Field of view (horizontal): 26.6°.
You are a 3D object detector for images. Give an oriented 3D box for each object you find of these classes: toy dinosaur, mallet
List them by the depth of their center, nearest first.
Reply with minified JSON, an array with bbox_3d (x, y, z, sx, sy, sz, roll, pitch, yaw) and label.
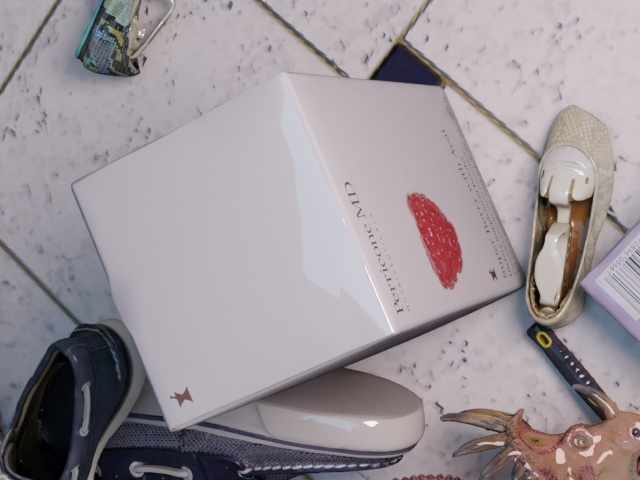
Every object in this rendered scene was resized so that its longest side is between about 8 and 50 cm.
[{"bbox_3d":[0.088,0.209,0.966,0.127,0.295,0.200,-168,74,-67],"label":"toy dinosaur"},{"bbox_3d":[0.227,0.130,1.005,0.062,0.039,0.190,-38,75,22],"label":"mallet"}]

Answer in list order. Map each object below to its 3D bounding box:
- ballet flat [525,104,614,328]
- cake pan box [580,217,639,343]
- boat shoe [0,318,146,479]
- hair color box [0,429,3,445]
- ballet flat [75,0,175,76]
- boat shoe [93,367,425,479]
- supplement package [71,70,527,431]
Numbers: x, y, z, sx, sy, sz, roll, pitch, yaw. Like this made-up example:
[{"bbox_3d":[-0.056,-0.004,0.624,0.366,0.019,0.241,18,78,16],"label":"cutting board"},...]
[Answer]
[{"bbox_3d":[0.182,-0.016,0.999,0.057,0.052,0.168,6,94,25],"label":"ballet flat"},{"bbox_3d":[0.349,0.026,0.923,0.246,0.070,0.267,45,109,17],"label":"cake pan box"},{"bbox_3d":[-0.218,0.174,1.074,0.095,0.079,0.254,45,120,23],"label":"boat shoe"},{"bbox_3d":[-0.392,0.091,1.199,0.105,0.174,0.347,-12,88,25],"label":"hair color box"},{"bbox_3d":[-0.145,-0.224,1.135,0.070,0.070,0.188,28,106,20],"label":"ballet flat"},{"bbox_3d":[-0.070,0.185,1.102,0.340,0.127,0.158,3,101,32],"label":"boat shoe"},{"bbox_3d":[0.000,0.000,0.953,0.175,0.293,0.177,-25,84,24],"label":"supplement package"}]
